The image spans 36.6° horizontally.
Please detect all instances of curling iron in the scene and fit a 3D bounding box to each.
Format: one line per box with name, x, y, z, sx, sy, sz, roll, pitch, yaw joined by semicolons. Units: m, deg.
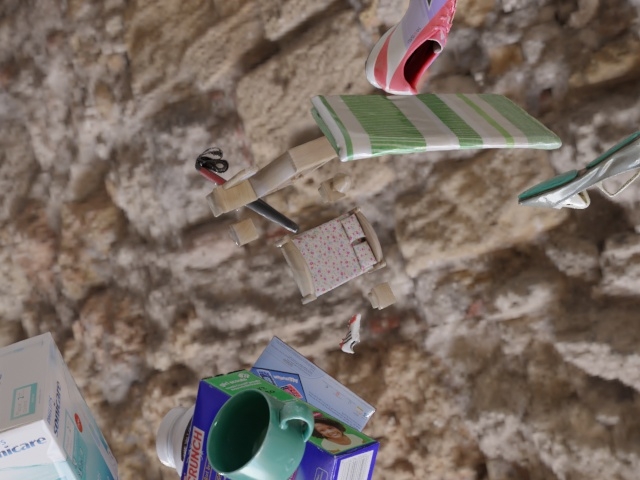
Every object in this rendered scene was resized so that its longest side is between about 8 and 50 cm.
curling iron;-0.152;-0.103;2.005;0.068;0.274;0.035;-51;165;-3

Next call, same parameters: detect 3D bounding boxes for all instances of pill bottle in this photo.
pill bottle;-0.161;0.414;1.913;0.322;0.182;0.181;5;-172;31

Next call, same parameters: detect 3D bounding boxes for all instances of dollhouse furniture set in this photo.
dollhouse furniture set;0.000;0.000;1.875;0.303;0.356;0.174;-24;178;-36

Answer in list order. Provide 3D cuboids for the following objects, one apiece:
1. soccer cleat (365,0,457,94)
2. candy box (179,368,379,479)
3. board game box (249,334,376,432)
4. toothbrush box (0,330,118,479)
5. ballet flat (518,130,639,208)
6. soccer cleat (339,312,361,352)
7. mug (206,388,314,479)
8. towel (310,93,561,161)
soccer cleat;0.204;-0.409;1.765;0.108;0.318;0.116;28;-176;-47
candy box;-0.082;0.397;1.590;0.317;0.268;0.122;21;-165;37
board game box;-0.030;0.350;2.137;0.145;0.281;0.027;-54;-179;-15
toothbrush box;-0.413;0.324;1.461;0.126;0.296;0.216;-19;-149;-2
ballet flat;0.395;-0.084;1.423;0.213;0.068;0.072;-29;-176;22
soccer cleat;0.069;0.189;1.965;0.035;0.083;0.029;24;178;27
mug;-0.075;0.289;1.370;0.097;0.129;0.157;36;160;-35
towel;0.162;-0.175;1.463;0.324;0.038;0.248;-3;-156;-11
